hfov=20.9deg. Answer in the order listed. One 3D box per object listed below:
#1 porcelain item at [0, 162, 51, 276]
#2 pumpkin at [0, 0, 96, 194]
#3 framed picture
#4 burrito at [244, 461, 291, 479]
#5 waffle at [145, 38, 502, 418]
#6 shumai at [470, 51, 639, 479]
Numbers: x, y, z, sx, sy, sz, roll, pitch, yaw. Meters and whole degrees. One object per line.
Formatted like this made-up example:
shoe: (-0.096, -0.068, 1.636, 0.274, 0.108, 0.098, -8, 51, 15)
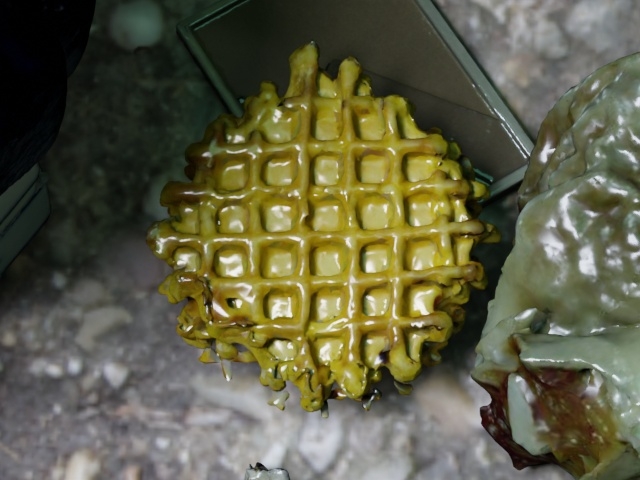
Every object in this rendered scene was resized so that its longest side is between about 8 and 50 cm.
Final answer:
porcelain item: (-0.319, -0.042, 0.989, 0.286, 0.157, 0.281, 36, 74, 10)
pumpkin: (-0.280, -0.139, 0.801, 0.363, 0.266, 0.363, 2, 70, -5)
framed picture: (0.023, -0.088, 1.077, 0.150, 0.015, 0.203, -31, 74, -10)
burrito: (-0.018, 0.206, 0.963, 0.042, 0.051, 0.171, -2, 72, -8)
waffle: (0.000, 0.000, 1.004, 0.193, 0.070, 0.197, 32, 76, 10)
shumai: (0.188, 0.042, 0.944, 0.256, 0.189, 0.218, 43, 76, 13)
